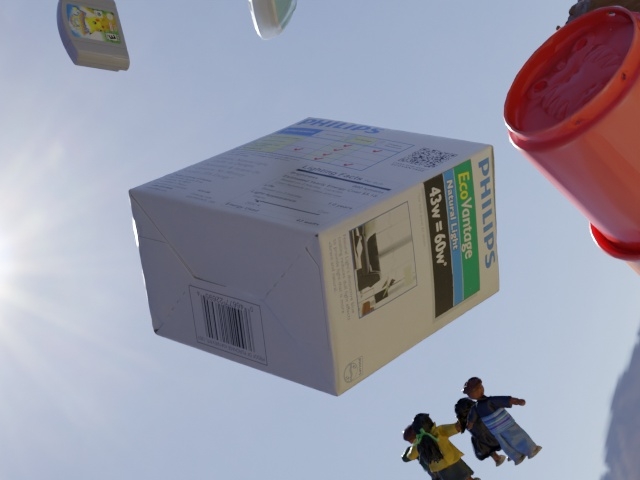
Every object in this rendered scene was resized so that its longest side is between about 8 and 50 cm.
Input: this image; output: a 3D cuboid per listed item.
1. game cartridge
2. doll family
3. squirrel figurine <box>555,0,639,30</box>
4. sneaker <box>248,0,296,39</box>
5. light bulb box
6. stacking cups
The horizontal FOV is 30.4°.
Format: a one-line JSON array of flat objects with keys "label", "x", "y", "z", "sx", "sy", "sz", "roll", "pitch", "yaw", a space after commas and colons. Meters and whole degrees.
[{"label": "game cartridge", "x": -0.198, "y": -0.181, "z": 1.012, "sx": 0.017, "sy": 0.056, "sz": 0.083, "roll": -55, "pitch": 44, "yaw": 43}, {"label": "doll family", "x": 0.163, "y": 0.222, "z": 1.349, "sx": 0.193, "sy": 0.111, "sz": 0.076, "roll": -35, "pitch": 0, "yaw": 25}, {"label": "squirrel figurine", "x": 0.416, "y": -0.162, "z": 1.014, "sx": 0.370, "sy": 0.397, "sz": 0.281, "roll": 14, "pitch": -124, "yaw": -55}, {"label": "sneaker", "x": -0.042, "y": -0.404, "z": 1.715, "sx": 0.366, "sy": 0.150, "sz": 0.135, "roll": 90, "pitch": 166, "yaw": -77}, {"label": "light bulb box", "x": 0.000, "y": 0.000, "z": 1.609, "sx": 0.361, "sy": 0.358, "sz": 0.225, "roll": -27, "pitch": -61, "yaw": -41}, {"label": "stacking cups", "x": 0.198, "y": 0.033, "z": 0.464, "sx": 0.316, "sy": 0.096, "sz": 0.096, "roll": 38, "pitch": -119, "yaw": -27}]
